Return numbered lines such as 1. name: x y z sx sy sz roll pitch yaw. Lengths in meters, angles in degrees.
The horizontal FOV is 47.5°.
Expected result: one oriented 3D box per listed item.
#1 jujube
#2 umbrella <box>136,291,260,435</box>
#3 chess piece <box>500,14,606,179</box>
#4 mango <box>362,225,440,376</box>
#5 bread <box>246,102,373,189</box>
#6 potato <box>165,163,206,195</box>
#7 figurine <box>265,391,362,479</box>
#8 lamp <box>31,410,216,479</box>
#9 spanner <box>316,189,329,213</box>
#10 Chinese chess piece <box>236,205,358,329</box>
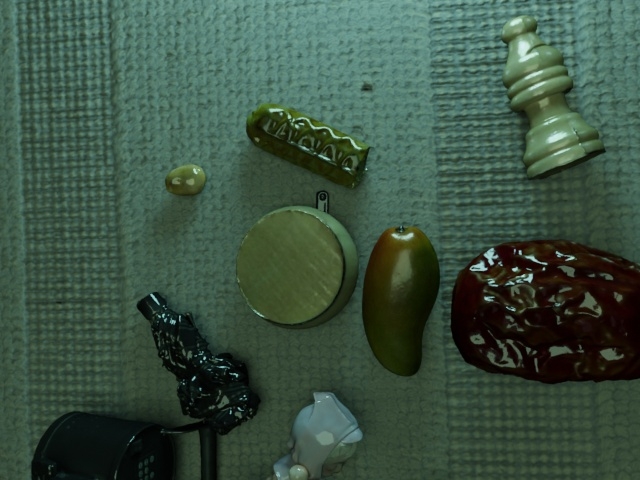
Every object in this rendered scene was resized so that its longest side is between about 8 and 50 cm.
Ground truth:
1. jujube: 0.426 0.130 1.310 0.376 0.276 0.276 9 91 7
2. umbrella: -0.251 0.235 1.493 0.154 0.128 0.337 -27 77 -6
3. chess piece: 0.419 -0.283 1.399 0.138 0.124 0.307 -25 80 41
4. mango: 0.151 0.114 1.423 0.146 0.129 0.289 13 96 0
5. bread: -0.029 -0.197 1.478 0.269 0.098 0.087 25 52 9
6. potato: -0.284 -0.126 1.532 0.083 0.062 0.068 -7 58 -18
7. figurine: -0.014 0.422 1.435 0.133 0.200 0.276 42 122 24
8. lamp: -0.432 0.456 1.473 0.272 0.374 0.205 6 98 41
9. spanner: 0.000 0.000 1.508 0.046 0.012 0.209 1 89 10
10. Chinese chess piece: -0.048 0.054 1.460 0.249 0.103 0.250 -1 88 16
